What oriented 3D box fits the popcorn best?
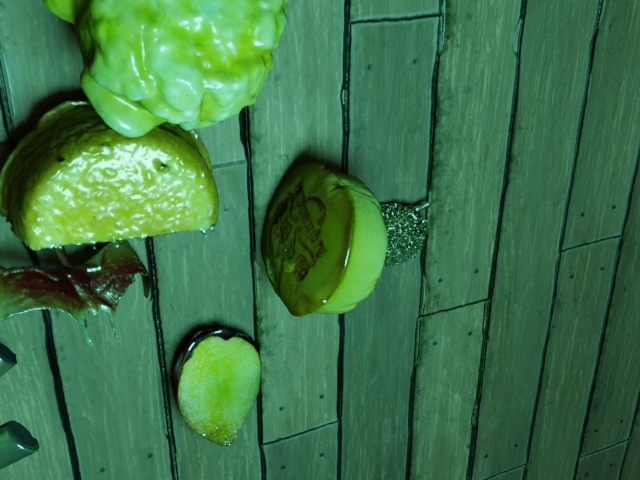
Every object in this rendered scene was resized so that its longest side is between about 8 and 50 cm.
[{"bbox_3d":[-0.205,-0.319,1.063,0.293,0.334,0.292,-37,169,27],"label":"popcorn"}]

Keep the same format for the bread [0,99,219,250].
[{"bbox_3d":[-0.313,-0.113,1.178,0.340,0.194,0.179,-7,126,-21],"label":"bread"}]

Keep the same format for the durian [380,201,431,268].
[{"bbox_3d":[0.153,-0.010,1.543,0.188,0.091,0.148,-40,126,-6],"label":"durian"}]

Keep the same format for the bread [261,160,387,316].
[{"bbox_3d":[0.000,0.000,1.369,0.148,0.270,0.270,7,112,-36],"label":"bread"}]

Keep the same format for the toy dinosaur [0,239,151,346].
[{"bbox_3d":[-0.405,0.089,1.239,0.206,0.327,0.113,42,128,-8],"label":"toy dinosaur"}]

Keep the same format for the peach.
[{"bbox_3d":[-0.204,0.277,1.522,0.189,0.068,0.279,-15,119,-29],"label":"peach"}]

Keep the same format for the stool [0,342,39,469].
[{"bbox_3d":[-0.606,0.239,1.114,0.226,0.310,0.310,-45,129,-1],"label":"stool"}]
